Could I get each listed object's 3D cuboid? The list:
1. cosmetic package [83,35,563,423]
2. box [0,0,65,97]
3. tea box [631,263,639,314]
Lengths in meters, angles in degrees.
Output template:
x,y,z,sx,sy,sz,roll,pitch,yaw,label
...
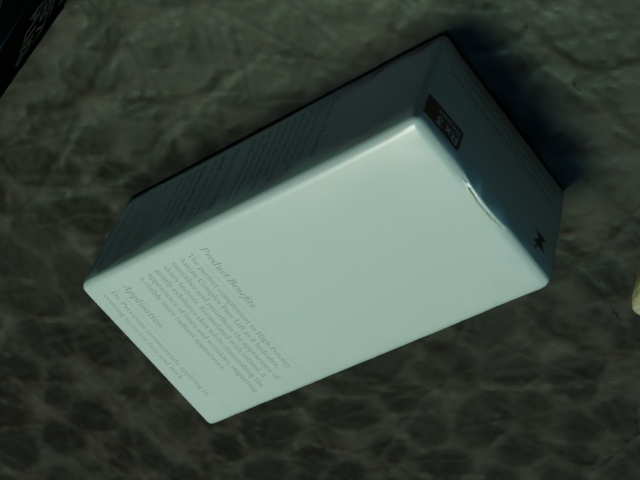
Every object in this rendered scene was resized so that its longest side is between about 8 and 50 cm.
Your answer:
x,y,z,sx,sy,sz,roll,pitch,yaw,label
0.000,0.000,0.884,0.231,0.085,0.117,-25,118,31,cosmetic package
-0.156,-0.151,0.766,0.077,0.147,0.180,24,131,-2,box
0.273,-0.141,0.473,0.220,0.323,0.329,22,143,3,tea box
